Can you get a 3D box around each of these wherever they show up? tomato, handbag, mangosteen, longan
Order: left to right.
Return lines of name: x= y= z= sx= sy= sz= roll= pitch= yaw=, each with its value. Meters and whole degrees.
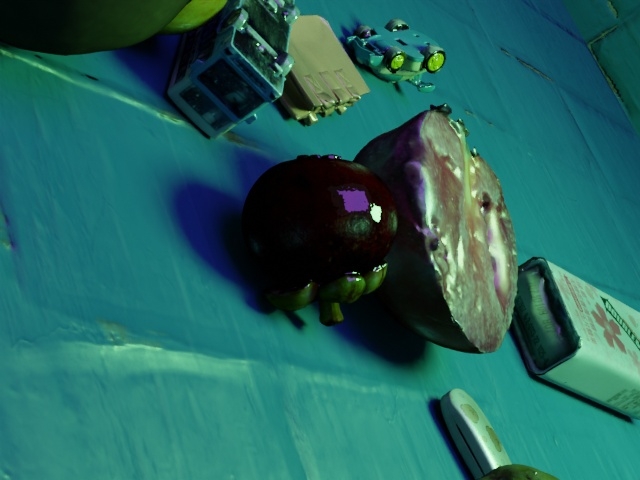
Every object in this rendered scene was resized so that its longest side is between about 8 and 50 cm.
longan: x=-0.248 y=-0.325 z=1.302 sx=0.297 sy=0.297 sz=0.297 roll=41 pitch=28 yaw=-28
handbag: x=-0.019 y=-0.248 z=1.855 sx=0.157 sy=0.059 sz=0.212 roll=56 pitch=26 yaw=4
mangosteen: x=0.000 y=0.000 z=1.471 sx=0.200 sy=0.200 sz=0.200 roll=41 pitch=28 yaw=-28
tomato: x=0.123 y=0.004 z=1.659 sx=0.335 sy=0.176 sz=0.290 roll=40 pitch=45 yaw=-54

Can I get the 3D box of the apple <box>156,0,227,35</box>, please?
apple: x=-0.190 y=-0.331 z=1.525 sx=0.155 sy=0.182 sz=0.182 roll=-14 pitch=69 yaw=-39

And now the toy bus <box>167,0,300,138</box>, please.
toy bus: x=-0.106 y=-0.258 z=1.629 sx=0.106 sy=0.131 sz=0.297 roll=44 pitch=28 yaw=-25

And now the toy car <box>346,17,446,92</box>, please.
toy car: x=0.120 y=-0.299 z=2.157 sx=0.161 sy=0.098 sz=0.126 roll=-16 pitch=41 yaw=-35

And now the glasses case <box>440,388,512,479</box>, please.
glasses case: x=0.203 y=0.264 z=1.630 sx=0.063 sy=0.041 sz=0.164 roll=1 pitch=58 yaw=-61

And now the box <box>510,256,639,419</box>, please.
box: x=0.443 y=0.164 z=2.101 sx=0.369 sy=0.112 sz=0.190 roll=26 pitch=36 yaw=-48

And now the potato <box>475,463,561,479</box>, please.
potato: x=0.225 y=0.343 z=1.445 sx=0.251 sy=0.159 sz=0.174 roll=-20 pitch=102 yaw=-53
